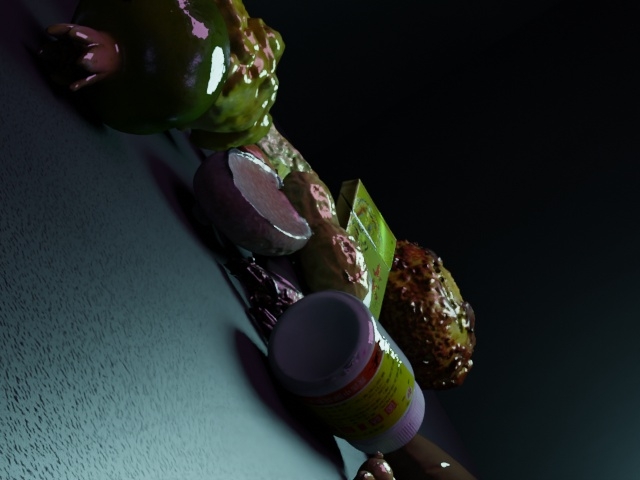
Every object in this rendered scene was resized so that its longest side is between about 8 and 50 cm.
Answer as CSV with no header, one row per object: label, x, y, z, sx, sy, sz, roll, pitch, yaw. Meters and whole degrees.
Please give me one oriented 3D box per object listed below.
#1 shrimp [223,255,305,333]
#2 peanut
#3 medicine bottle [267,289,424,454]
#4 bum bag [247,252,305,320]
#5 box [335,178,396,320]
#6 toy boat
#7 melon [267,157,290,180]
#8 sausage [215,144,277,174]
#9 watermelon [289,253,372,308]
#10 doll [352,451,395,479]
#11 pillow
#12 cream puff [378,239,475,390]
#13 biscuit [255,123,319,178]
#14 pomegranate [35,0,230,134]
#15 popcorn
shrimp,-0.058,0.080,1.398,0.161,0.034,0.091,39,35,-13
peanut,0.000,0.000,1.599,0.098,0.103,0.229,0,52,-44
medicine bottle,0.038,0.169,1.360,0.225,0.139,0.139,53,7,-51
bum bag,-0.056,0.070,1.518,0.123,0.060,0.248,46,13,-41
box,0.058,0.062,1.927,0.173,0.043,0.311,56,37,-38
toy boat,-0.101,-0.042,1.466,0.155,0.085,0.227,61,15,15
melon,-0.021,-0.039,2.147,0.323,0.124,0.196,36,12,21
sausage,-0.078,-0.047,1.877,0.348,0.094,0.097,53,-7,-33
watermelon,0.009,0.076,1.675,0.193,0.145,0.137,58,0,0
doll,0.066,0.302,1.342,0.093,0.051,0.061,-105,169,-71
pillow,0.219,0.413,1.649,0.308,0.108,0.305,34,-14,45
cream puff,0.172,0.165,2.282,0.350,0.229,0.350,52,-23,32
biscuit,-0.119,-0.195,2.299,0.274,0.091,0.213,47,-9,-1
pomegranate,-0.202,-0.200,1.173,0.187,0.187,0.225,59,32,5
popcorn,-0.167,-0.274,1.591,0.242,0.235,0.250,112,-30,-66
